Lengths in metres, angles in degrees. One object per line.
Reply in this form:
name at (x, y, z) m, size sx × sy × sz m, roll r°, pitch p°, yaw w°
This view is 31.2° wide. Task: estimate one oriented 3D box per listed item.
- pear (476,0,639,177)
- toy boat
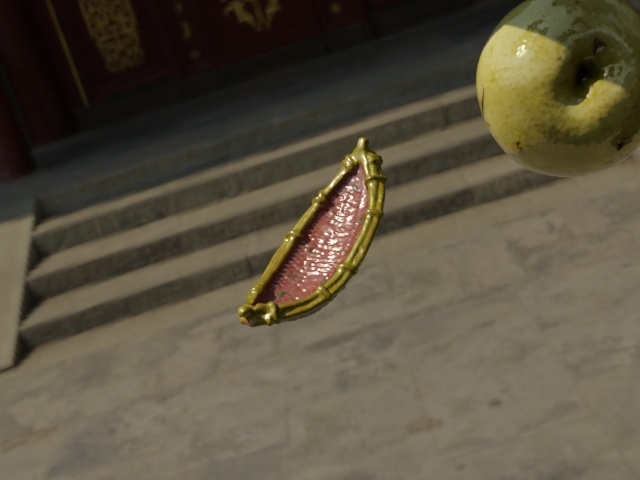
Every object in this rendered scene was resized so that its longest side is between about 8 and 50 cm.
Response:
pear at (0.393, -0.249, 1.810) m, size 0.309 × 0.309 × 0.309 m, roll -17°, pitch 14°, yaw 5°
toy boat at (0.002, 0.006, 1.510) m, size 0.141 × 0.099 × 0.318 m, roll 12°, pitch 56°, yaw 37°
